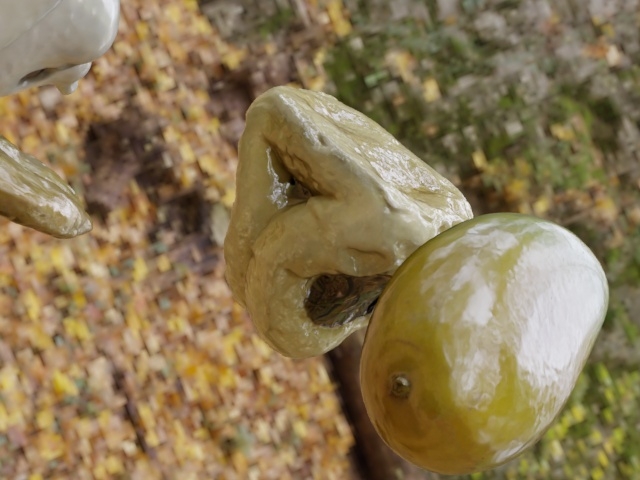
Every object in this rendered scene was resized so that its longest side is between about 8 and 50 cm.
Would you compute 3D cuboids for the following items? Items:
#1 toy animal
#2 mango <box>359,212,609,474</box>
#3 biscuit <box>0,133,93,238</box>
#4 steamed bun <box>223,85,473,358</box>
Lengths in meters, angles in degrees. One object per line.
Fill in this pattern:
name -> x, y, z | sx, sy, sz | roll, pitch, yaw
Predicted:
toy animal -> -0.182, -0.237, 0.995 | 0.174, 0.289, 0.249 | 30, -24, -29
mango -> 0.096, 0.053, 0.809 | 0.092, 0.195, 0.130 | -17, -87, 46
biscuit -> -0.131, -0.044, 0.443 | 0.147, 0.018, 0.071 | 36, 1, -8
steamed bun -> 0.000, 0.000, 0.989 | 0.172, 0.155, 0.141 | 45, 19, 32
